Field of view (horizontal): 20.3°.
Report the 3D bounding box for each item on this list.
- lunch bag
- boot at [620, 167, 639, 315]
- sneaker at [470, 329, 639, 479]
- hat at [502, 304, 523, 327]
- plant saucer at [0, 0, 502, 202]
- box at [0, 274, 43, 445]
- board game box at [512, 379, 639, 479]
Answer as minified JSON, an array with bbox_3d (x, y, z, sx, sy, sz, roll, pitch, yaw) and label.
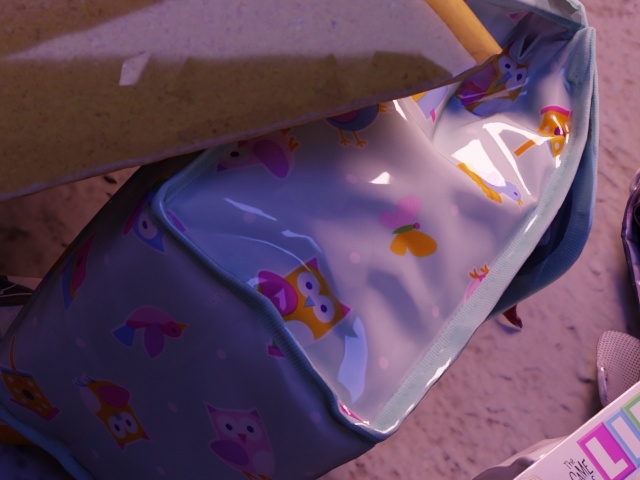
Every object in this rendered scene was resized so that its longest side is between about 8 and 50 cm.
[{"bbox_3d":[0.000,0.000,0.823,0.160,0.223,0.262,47,51,-4],"label":"lunch bag"},{"bbox_3d":[0.214,-0.040,1.009,0.086,0.069,0.190,9,61,-19],"label":"boot"},{"bbox_3d":[0.135,0.115,0.870,0.365,0.137,0.210,6,59,-18],"label":"sneaker"},{"bbox_3d":[0.058,-0.097,1.022,0.173,0.184,0.208,21,17,-13],"label":"hat"},{"bbox_3d":[-0.122,-0.119,0.786,0.332,0.081,0.333,-15,25,-3],"label":"plant saucer"},{"bbox_3d":[-0.155,0.058,0.872,0.136,0.028,0.081,7,61,-16],"label":"box"},{"bbox_3d":[0.152,0.116,0.775,0.154,0.026,0.103,-32,80,-34],"label":"board game box"}]
